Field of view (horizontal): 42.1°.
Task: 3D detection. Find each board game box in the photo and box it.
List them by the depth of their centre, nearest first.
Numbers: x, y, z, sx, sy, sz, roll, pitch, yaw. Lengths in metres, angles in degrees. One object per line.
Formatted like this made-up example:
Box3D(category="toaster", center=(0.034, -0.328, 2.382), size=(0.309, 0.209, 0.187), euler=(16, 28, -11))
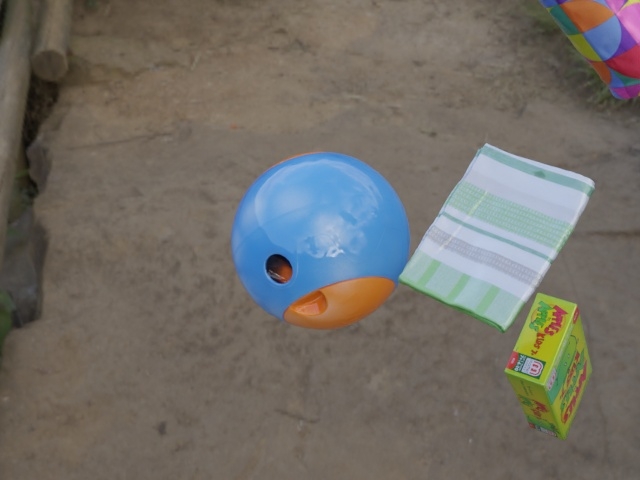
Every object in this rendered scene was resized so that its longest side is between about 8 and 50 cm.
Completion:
Box3D(category="board game box", center=(0.248, 0.139, 0.888), size=(0.043, 0.181, 0.092), euler=(16, 68, 30))

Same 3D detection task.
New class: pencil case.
Box3D(category="pencil case", center=(0.298, -0.258, 0.890), size=(0.236, 0.104, 0.104), euler=(44, 40, -21))

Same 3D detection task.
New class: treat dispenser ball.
Box3D(category="treat dispenser ball", center=(0.000, 0.000, 1.341), size=(0.288, 0.288, 0.288), euler=(2, 43, -1))

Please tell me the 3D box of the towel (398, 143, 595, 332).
Box3D(category="towel", center=(0.147, -0.007, 0.701), size=(0.113, 0.023, 0.152), euler=(24, 71, 35))
